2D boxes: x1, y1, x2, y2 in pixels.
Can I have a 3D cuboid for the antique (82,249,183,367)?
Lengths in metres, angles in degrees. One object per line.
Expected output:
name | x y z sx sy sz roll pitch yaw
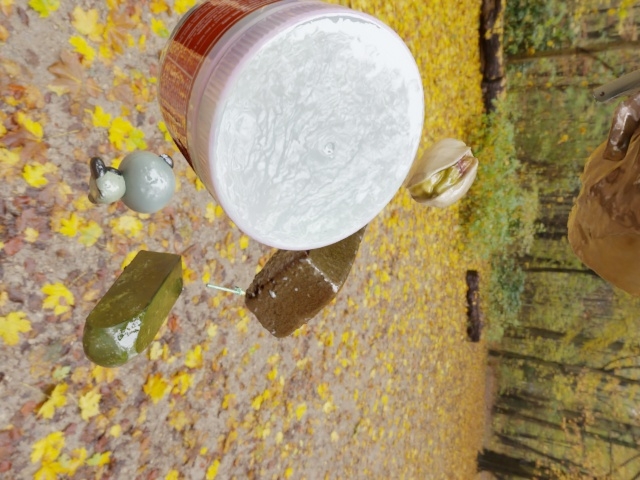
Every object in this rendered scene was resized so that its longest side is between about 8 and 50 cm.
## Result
antique | -0.301 0.109 0.704 0.221 0.080 0.082 -84 -179 -59

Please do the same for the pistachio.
pistachio | 0.247 -0.132 0.880 0.117 0.145 0.200 52 50 -15

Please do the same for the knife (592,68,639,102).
knife | 0.603 -0.301 0.807 0.023 0.162 0.044 -22 94 -25

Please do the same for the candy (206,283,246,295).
candy | -0.212 0.135 1.094 0.200 0.060 0.061 27 69 -47

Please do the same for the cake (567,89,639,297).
cake | 0.602 -0.101 0.685 0.332 0.331 0.321 -59 151 -43

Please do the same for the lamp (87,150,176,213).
lamp | -0.561 -0.172 1.287 0.243 0.197 0.198 -10 103 -42

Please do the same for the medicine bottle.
medicine bottle | -0.047 -0.153 0.513 0.252 0.241 0.253 -17 129 -22

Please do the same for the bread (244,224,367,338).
bread | 0.000 0.000 0.824 0.113 0.165 0.417 45 29 -9
